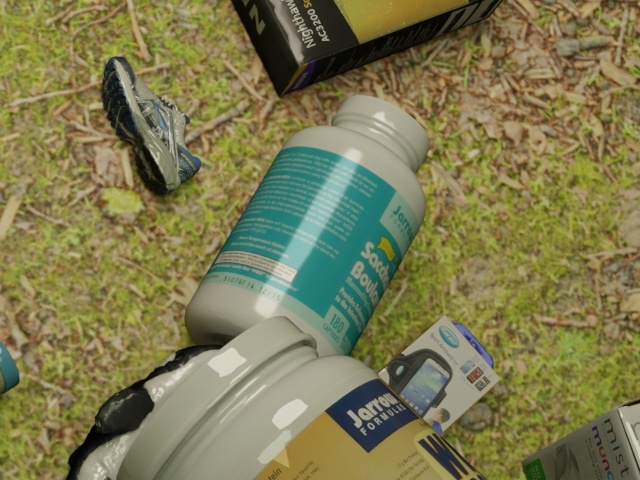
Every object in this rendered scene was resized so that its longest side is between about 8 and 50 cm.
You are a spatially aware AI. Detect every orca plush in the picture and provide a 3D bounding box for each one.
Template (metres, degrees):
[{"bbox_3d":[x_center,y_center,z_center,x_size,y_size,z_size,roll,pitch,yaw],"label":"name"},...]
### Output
[{"bbox_3d":[-0.172,0.211,1.588,0.151,0.102,0.287,26,79,-40],"label":"orca plush"}]

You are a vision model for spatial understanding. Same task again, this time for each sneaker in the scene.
[{"bbox_3d":[-0.154,-0.109,1.710,0.058,0.052,0.135,-25,88,-31],"label":"sneaker"}]

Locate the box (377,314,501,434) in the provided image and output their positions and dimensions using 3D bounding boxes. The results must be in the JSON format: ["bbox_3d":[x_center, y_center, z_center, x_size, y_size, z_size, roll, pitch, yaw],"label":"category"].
[{"bbox_3d":[0.101,0.131,1.709,0.136,0.028,0.081,-40,86,-21],"label":"box"}]

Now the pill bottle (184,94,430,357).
[{"bbox_3d":[0.000,0.000,1.658,0.146,0.146,0.264,31,68,-4],"label":"pill bottle"}]

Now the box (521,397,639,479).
[{"bbox_3d":[0.347,0.193,1.647,0.262,0.231,0.127,-12,76,-19],"label":"box"}]

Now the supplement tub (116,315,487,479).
[{"bbox_3d":[0.017,0.233,1.448,0.316,0.228,0.228,43,66,14],"label":"supplement tub"}]

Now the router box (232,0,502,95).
[{"bbox_3d":[0.008,-0.323,1.800,0.243,0.081,0.309,-23,80,-21],"label":"router box"}]

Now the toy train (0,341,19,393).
[{"bbox_3d":[-0.374,0.063,1.565,0.143,0.105,0.248,-34,84,-33],"label":"toy train"}]
